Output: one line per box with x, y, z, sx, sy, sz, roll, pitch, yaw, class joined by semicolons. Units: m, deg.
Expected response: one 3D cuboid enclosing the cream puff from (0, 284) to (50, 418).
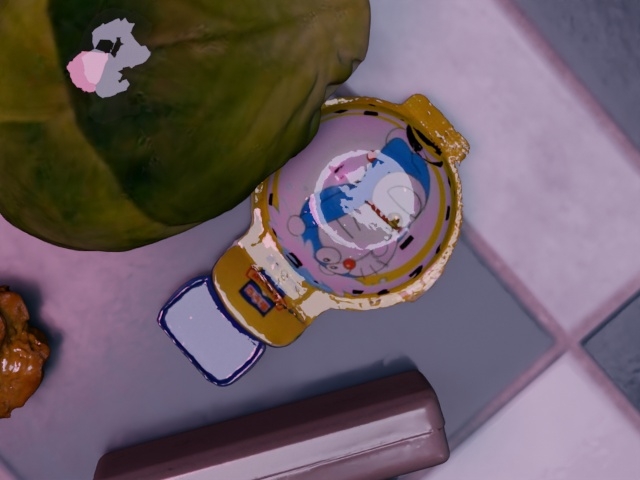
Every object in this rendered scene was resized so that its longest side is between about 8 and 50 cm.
-0.247;0.078;1.173;0.116;0.122;0.094;-7;86;37;cream puff

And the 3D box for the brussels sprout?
-0.106;-0.117;1.122;0.271;0.210;0.219;-23;100;-17;brussels sprout

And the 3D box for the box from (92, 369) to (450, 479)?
-0.035;0.152;1.184;0.244;0.103;0.055;-15;97;-2;box

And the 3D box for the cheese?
0.000;0.000;1.196;0.250;0.064;0.156;-43;93;-2;cheese
